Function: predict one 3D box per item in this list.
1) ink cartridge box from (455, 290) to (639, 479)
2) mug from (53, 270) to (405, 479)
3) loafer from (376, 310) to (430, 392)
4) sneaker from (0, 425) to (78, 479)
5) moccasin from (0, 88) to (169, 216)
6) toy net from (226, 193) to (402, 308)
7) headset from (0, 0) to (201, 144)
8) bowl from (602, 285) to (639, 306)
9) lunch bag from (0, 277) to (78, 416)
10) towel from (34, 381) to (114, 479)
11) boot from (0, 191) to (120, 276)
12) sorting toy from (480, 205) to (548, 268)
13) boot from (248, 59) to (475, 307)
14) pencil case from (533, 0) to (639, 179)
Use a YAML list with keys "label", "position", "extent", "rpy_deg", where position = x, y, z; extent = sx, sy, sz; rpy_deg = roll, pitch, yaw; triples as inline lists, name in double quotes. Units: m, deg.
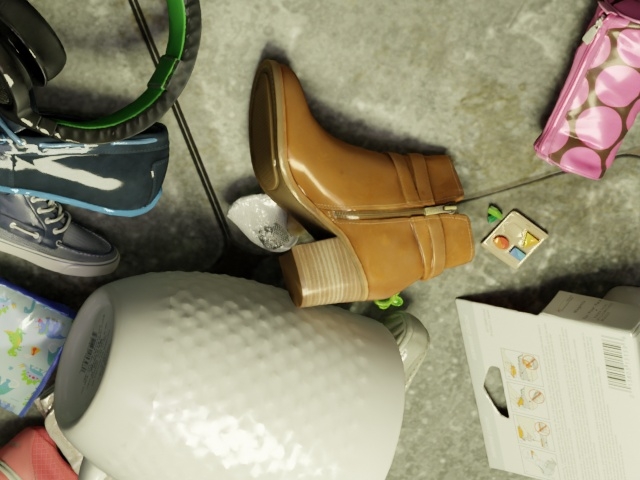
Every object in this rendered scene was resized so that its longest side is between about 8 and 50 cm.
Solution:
- label: "ink cartridge box"
  position: [0.299, 0.186, 2.032]
  extent: [0.239, 0.060, 0.275]
  rpy_deg: [12, 129, 36]
- label: "mug"
  position: [-0.134, 0.218, 1.888]
  extent: [0.328, 0.276, 0.374]
  rpy_deg: [19, 100, -25]
- label: "loafer"
  position: [0.049, 0.214, 2.045]
  extent: [0.111, 0.112, 0.319]
  rpy_deg: [21, 125, -22]
- label: "sneaker"
  position: [-0.296, 0.359, 2.093]
  extent: [0.116, 0.136, 0.314]
  rpy_deg: [-3, 129, 49]
- label: "moccasin"
  position: [-0.330, -0.124, 1.822]
  extent: [0.342, 0.138, 0.117]
  rpy_deg: [10, 117, -25]
- label: "toy net"
  position: [0.000, 0.000, 1.947]
  extent: [0.232, 0.045, 0.122]
  rpy_deg: [16, 121, -10]
- label: "headset"
  position: [-0.309, -0.257, 1.706]
  extent: [0.394, 0.185, 0.243]
  rpy_deg: [30, 83, -33]
- label: "bowl"
  position: [0.394, 0.132, 2.037]
  extent: [0.142, 0.053, 0.142]
  rpy_deg: [13, 118, -11]
- label: "lunch bag"
  position: [-0.366, 0.111, 1.964]
  extent: [0.129, 0.096, 0.151]
  rpy_deg: [26, 127, -17]
- label: "towel"
  position: [-0.204, 0.245, 2.053]
  extent: [0.187, 0.049, 0.282]
  rpy_deg: [-36, 118, -1]
- label: "boot"
  position: [-0.312, -0.023, 1.900]
  extent: [0.190, 0.069, 0.086]
  rpy_deg: [15, 122, -9]
- label: "sorting toy"
  position: [0.218, -0.006, 1.968]
  extent: [0.083, 0.012, 0.062]
  rpy_deg: [34, 114, -21]
- label: "boot"
  position: [0.048, -0.076, 1.860]
  extent: [0.220, 0.109, 0.283]
  rpy_deg: [-14, 84, -19]
- label: "pencil case"
  position: [0.303, -0.166, 1.832]
  extent: [0.098, 0.095, 0.209]
  rpy_deg: [-6, 127, -41]
